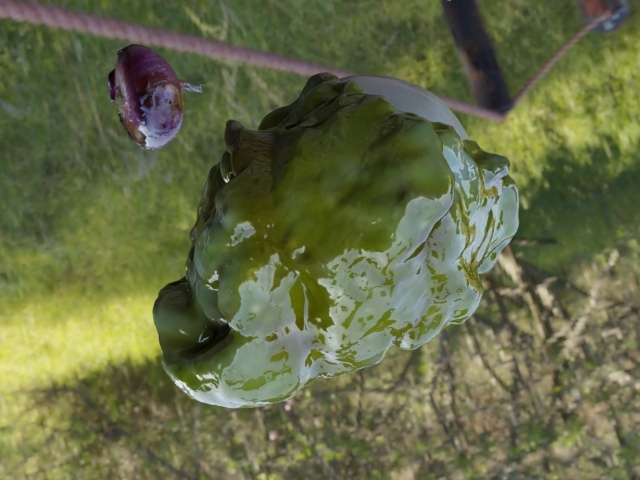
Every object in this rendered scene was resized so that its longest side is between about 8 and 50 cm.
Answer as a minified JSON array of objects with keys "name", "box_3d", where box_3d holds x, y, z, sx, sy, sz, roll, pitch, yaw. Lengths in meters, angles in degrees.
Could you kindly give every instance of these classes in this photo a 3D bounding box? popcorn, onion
[{"name":"popcorn","box_3d":[0.012,0.005,0.980,0.294,0.292,0.334,23,-171,10]},{"name":"onion","box_3d":[-0.222,-0.208,1.515,0.140,0.150,0.150,-18,172,-27]}]

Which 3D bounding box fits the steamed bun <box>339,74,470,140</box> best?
[{"name":"steamed bun","box_3d":[0.064,-0.107,1.514,0.309,0.309,0.309,-17,171,-3]}]
